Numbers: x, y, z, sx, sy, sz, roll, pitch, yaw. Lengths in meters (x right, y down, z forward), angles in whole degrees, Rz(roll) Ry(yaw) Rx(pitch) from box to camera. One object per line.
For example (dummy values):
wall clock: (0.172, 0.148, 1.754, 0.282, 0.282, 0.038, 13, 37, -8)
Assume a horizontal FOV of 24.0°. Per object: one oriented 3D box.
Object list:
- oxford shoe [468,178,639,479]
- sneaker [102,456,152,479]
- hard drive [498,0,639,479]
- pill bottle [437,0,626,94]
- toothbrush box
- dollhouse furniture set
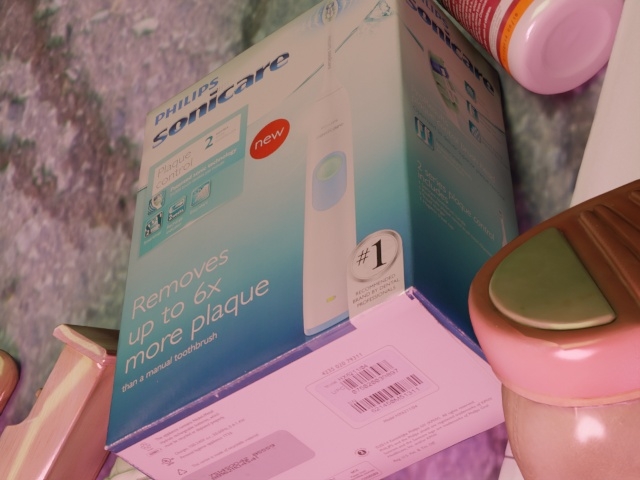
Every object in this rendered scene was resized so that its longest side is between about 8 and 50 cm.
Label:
oxford shoe: (0.259, 0.021, 0.698, 0.397, 0.146, 0.140, -18, 26, -9)
sneaker: (-0.057, 0.157, 0.973, 0.232, 0.090, 0.115, 8, 73, 39)
hard drive: (0.242, 0.006, 0.829, 0.233, 0.047, 0.353, 7, 76, 40)
pill bottle: (0.121, -0.168, 0.971, 0.086, 0.086, 0.152, -48, 50, 12)
toothbrush box: (0.000, 0.000, 0.919, 0.216, 0.126, 0.295, -28, 37, 27)
dollhouse furniture set: (-0.266, 0.094, 1.089, 0.242, 0.212, 0.161, 29, 92, 15)
